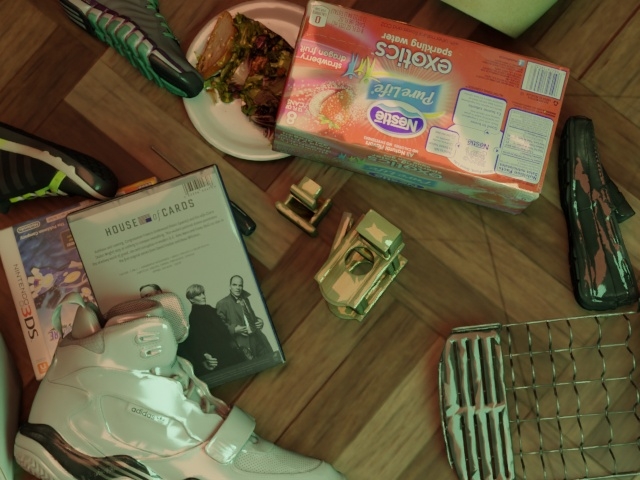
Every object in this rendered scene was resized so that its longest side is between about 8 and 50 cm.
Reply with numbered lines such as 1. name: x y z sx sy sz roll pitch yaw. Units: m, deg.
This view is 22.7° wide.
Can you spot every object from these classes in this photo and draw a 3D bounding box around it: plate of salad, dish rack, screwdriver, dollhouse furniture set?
1. plate of salad: -0.068 -0.193 1.875 0.200 0.048 0.200 -1 78 5
2. dish rack: 0.266 0.175 1.740 0.271 0.074 0.208 -6 86 5
3. screwdriver: -0.139 -0.064 1.874 0.025 0.024 0.170 -34 68 -32
4. dollhouse furniture set: 0.000 0.000 1.760 0.161 0.182 0.101 37 84 11

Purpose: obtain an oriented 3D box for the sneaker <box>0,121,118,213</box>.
1. sneaker: -0.339 -0.072 1.861 0.235 0.084 0.097 22 95 27

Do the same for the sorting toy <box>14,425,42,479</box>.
1. sorting toy: -0.319 0.271 1.808 0.274 0.046 0.132 -34 77 -2

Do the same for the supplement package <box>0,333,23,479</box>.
1. supplement package: -0.496 0.187 1.746 0.293 0.175 0.177 -10 41 4

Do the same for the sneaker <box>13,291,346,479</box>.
1. sneaker: -0.137 0.181 1.718 0.366 0.137 0.210 12 102 -1

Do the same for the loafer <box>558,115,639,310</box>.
1. loafer: 0.314 -0.032 1.793 0.078 0.076 0.223 -7 83 -1

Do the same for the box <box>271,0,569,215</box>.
1. box: 0.107 -0.143 1.777 0.300 0.142 0.154 14 80 -1

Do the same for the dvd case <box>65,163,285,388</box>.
1. dvd case: -0.161 0.054 1.784 0.179 0.029 0.238 -19 97 2

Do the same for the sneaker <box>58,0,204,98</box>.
1. sneaker: -0.207 -0.262 1.884 0.224 0.083 0.098 37 77 17

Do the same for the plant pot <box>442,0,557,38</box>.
1. plant pot: 0.232 -0.377 1.800 0.256 0.256 0.274 29 99 11

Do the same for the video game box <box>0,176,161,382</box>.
1. video game box: -0.256 0.046 1.847 0.205 0.048 0.187 -20 80 2
